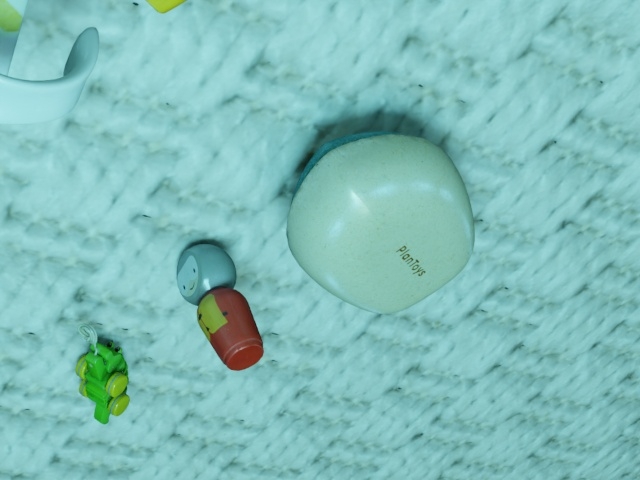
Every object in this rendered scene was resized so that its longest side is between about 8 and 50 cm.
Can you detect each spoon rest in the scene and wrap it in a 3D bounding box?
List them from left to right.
[{"bbox_3d":[-0.286,-0.135,0.794,0.276,0.084,0.137,7,134,-31],"label":"spoon rest"}]

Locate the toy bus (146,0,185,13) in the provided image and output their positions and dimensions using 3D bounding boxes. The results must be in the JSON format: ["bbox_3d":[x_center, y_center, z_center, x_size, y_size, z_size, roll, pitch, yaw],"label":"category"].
[{"bbox_3d":[-0.015,-0.311,0.813,0.333,0.130,0.108,-30,140,13],"label":"toy bus"}]

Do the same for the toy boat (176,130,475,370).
[{"bbox_3d":[0.000,0.000,1.195,0.318,0.148,0.267,-31,145,2],"label":"toy boat"}]

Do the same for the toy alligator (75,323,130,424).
[{"bbox_3d":[-0.245,0.143,1.316,0.051,0.056,0.189,-48,156,-36],"label":"toy alligator"}]

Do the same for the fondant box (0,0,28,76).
[{"bbox_3d":[-0.353,-0.177,0.857,0.238,0.096,0.330,5,136,-27],"label":"fondant box"}]
